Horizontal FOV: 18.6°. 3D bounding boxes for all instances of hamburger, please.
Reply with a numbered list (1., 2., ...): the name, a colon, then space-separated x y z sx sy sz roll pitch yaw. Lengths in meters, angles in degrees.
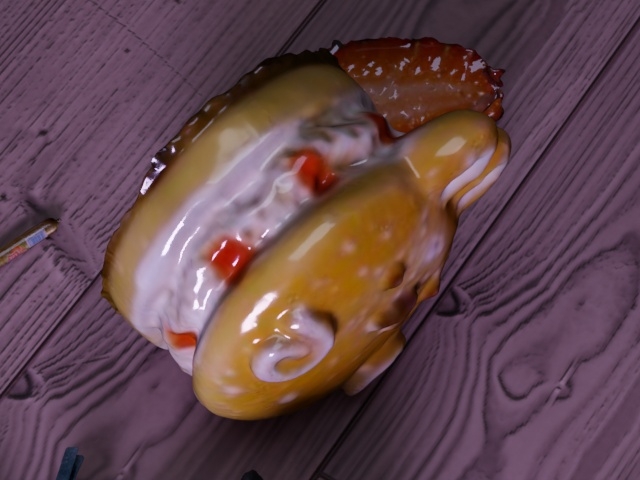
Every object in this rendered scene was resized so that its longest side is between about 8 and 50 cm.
1. hamburger: 0.000 0.000 1.476 0.186 0.261 0.303 40 85 20

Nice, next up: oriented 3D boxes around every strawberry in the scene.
1. strawberry: 0.060 -0.109 1.654 0.188 0.082 0.121 -5 80 -11

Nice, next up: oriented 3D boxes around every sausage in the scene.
1. sausage: -0.258 0.009 1.630 0.100 0.015 0.015 -34 65 -16

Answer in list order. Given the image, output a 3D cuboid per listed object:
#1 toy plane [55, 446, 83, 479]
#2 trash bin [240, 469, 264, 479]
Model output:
1. toy plane: -0.198 0.263 1.419 0.060 0.096 0.235 2 41 8
2. trash bin: -0.079 0.275 1.400 0.161 0.175 0.175 -26 62 2
